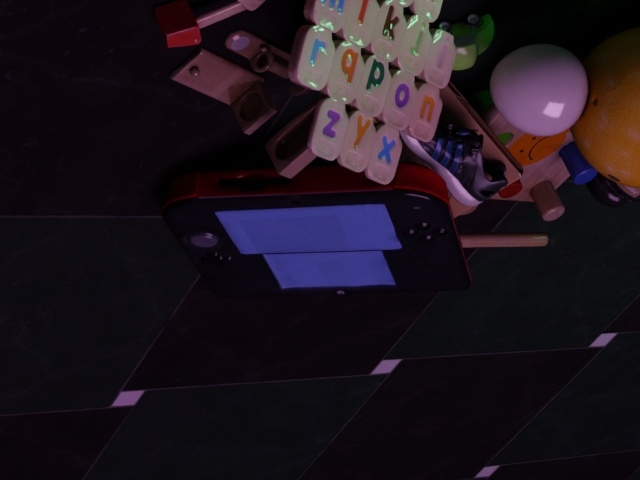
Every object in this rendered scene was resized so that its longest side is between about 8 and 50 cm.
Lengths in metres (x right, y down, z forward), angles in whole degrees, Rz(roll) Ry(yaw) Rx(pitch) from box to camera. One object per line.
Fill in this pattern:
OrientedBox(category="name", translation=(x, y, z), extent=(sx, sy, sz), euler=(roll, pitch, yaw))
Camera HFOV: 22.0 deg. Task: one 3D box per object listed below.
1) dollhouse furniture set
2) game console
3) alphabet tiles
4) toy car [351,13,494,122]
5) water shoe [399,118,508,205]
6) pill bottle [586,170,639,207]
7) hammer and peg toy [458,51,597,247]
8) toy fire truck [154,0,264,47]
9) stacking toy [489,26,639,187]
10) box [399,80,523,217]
OrientedBox(category="dollhouse furniture set", translation=(-0.070, -0.172, 1.987), extent=(0.144, 0.151, 0.123), euler=(-40, 147, 22))
OrientedBox(category="game console", translation=(0.000, 0.000, 2.261), extent=(0.386, 0.060, 0.342), euler=(-2, 151, 12))
OrientedBox(category="alphabet tiles", translation=(0.067, -0.218, 1.965), extent=(0.284, 0.021, 0.278), euler=(19, 84, -50))
OrientedBox(category="toy car", translation=(0.128, -0.236, 2.124), extent=(0.225, 0.053, 0.239), euler=(-17, 150, -11))
OrientedBox(category="water shoe", translation=(0.171, -0.130, 2.151), extent=(0.080, 0.073, 0.203), euler=(-29, 128, 23))
OrientedBox(category="pill bottle", translation=(0.495, -0.129, 2.457), extent=(0.123, 0.123, 0.219), euler=(-4, 163, -31))
OrientedBox(category="hammer and peg toy", translation=(0.277, -0.112, 2.359), extent=(0.266, 0.127, 0.361), euler=(2, 143, -39))
OrientedBox(category="toy fire truck", translation=(-0.092, -0.296, 1.875), extent=(0.192, 0.047, 0.135), euler=(-16, 150, -15))
OrientedBox(category="stacking toy", translation=(0.442, -0.170, 2.135), extent=(0.480, 0.350, 0.350), euler=(9, 141, -14))
OrientedBox(category="box", translation=(0.151, -0.105, 2.242), extent=(0.201, 0.164, 0.021), euler=(-33, -165, 36))
